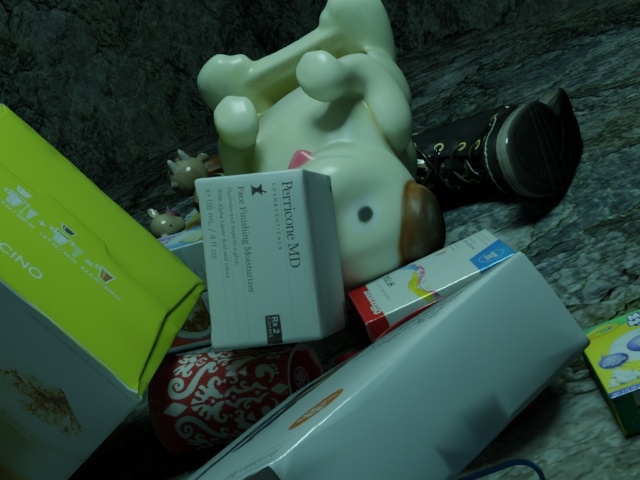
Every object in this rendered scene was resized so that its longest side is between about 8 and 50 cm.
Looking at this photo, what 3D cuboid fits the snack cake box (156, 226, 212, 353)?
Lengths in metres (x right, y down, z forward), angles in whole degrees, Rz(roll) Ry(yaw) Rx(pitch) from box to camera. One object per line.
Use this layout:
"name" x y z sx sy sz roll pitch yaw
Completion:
"snack cake box" -0.170 0.065 1.740 0.264 0.152 0.089 -15 16 30

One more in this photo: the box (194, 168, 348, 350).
"box" -0.049 0.019 1.322 0.119 0.181 0.182 -7 -1 10

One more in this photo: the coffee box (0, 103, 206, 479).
"coffee box" -0.381 0.104 1.358 0.334 0.337 0.338 -46 7 18

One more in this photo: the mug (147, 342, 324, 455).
"mug" -0.082 0.160 1.350 0.169 0.113 0.150 -13 19 25

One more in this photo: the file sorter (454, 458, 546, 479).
"file sorter" 0.115 0.233 0.783 0.118 0.104 0.170 -22 15 7

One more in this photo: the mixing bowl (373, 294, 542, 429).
"mixing bowl" 0.143 0.122 1.149 0.181 0.098 0.181 -21 15 6

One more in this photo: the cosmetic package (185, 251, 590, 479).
"cosmetic package" -0.005 0.176 0.954 0.284 0.097 0.377 -38 -1 -39

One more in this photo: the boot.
"boot" 0.220 -0.117 1.810 0.284 0.138 0.377 -16 12 25

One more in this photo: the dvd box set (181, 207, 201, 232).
"dvd box set" -0.073 -0.058 2.214 0.420 0.062 0.307 -19 15 18

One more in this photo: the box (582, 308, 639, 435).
"box" 0.294 0.104 1.093 0.105 0.043 0.179 -22 13 6

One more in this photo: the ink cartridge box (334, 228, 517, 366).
"ink cartridge box" 0.115 0.079 1.388 0.231 0.078 0.134 -25 14 -2

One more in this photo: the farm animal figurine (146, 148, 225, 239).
"farm animal figurine" -0.193 -0.051 2.009 0.327 0.172 0.330 2 51 35

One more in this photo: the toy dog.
"toy dog" 0.010 -0.073 1.596 0.284 0.395 0.408 -18 32 6
